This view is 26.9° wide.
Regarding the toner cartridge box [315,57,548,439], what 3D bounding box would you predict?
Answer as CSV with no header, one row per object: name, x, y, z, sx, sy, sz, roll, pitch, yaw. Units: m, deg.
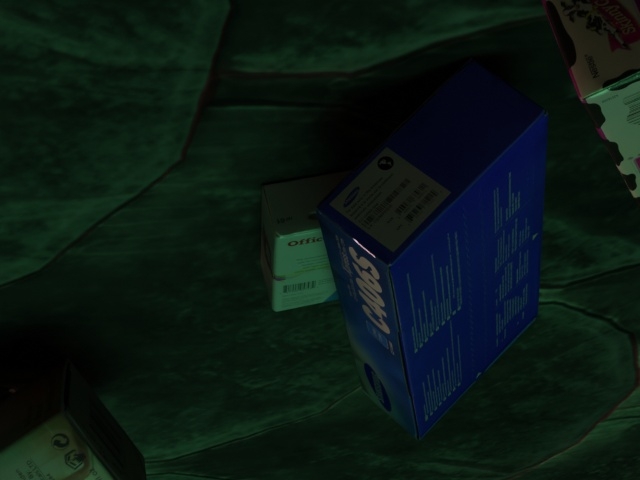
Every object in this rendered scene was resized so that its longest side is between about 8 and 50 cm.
toner cartridge box,0.097,0.023,1.060,0.165,0.075,0.348,-43,155,-15

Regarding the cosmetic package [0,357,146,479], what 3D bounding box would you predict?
cosmetic package,-0.304,0.248,1.146,0.296,0.153,0.129,-35,106,-1

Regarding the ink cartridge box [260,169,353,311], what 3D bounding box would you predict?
ink cartridge box,0.000,0.000,1.068,0.088,0.052,0.122,-11,152,-10

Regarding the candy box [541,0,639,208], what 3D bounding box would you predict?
candy box,0.201,-0.113,0.856,0.071,0.159,0.233,-23,150,16
